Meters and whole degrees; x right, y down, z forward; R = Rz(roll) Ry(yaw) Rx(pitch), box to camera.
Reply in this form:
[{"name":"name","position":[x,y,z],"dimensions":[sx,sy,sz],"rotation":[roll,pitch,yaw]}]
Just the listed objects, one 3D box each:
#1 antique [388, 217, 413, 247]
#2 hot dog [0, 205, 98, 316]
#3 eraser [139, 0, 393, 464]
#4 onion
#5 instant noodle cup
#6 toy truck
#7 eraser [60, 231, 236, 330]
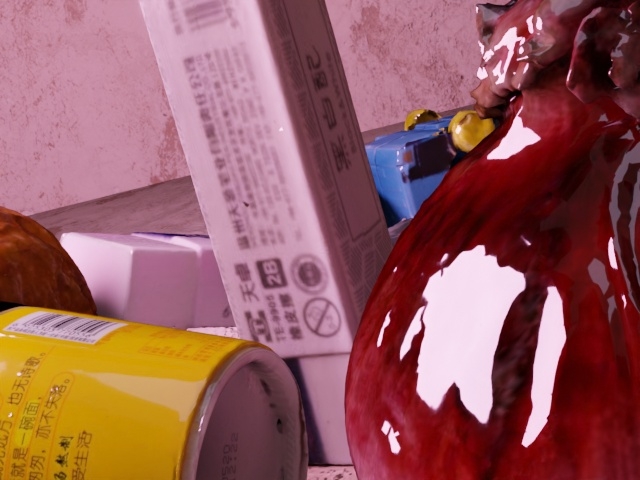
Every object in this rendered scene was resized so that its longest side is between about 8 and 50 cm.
[{"name":"antique","position":[0.069,0.045,0.909],"dimensions":[0.086,0.088,0.183],"rotation":[-3,18,45]},{"name":"hot dog","position":[-0.316,0.109,0.664],"dimensions":[0.174,0.266,0.387],"rotation":[1,20,23]},{"name":"eraser","position":[-0.023,-0.044,0.660],"dimensions":[0.098,0.403,0.096],"rotation":[-8,15,30]},{"name":"onion","position":[0.155,0.005,0.425],"dimensions":[0.348,0.285,0.347],"rotation":[-27,16,8]},{"name":"instant noodle cup","position":[-0.142,0.127,0.555],"dimensions":[0.236,0.215,0.215],"rotation":[-2,16,23]},{"name":"toy truck","position":[0.250,-0.112,1.236],"dimensions":[0.385,0.162,0.161],"rotation":[-17,12,-18]},{"name":"eraser","position":[-0.093,0.039,0.912],"dimensions":[0.287,0.086,0.130],"rotation":[3,2,-43]}]
